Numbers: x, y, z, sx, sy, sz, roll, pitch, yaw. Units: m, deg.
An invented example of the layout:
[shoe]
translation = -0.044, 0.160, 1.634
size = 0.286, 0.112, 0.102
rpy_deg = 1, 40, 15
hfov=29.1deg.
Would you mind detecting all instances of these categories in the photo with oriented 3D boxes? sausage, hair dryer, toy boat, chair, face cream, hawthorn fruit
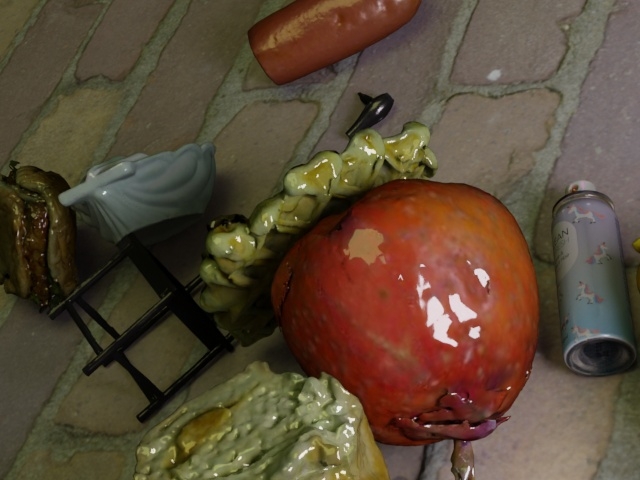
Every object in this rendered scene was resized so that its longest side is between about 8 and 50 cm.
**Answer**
[sausage]
translation = 0.028, -0.315, 1.752
size = 0.259, 0.113, 0.113
rpy_deg = -24, 43, 13
[hair dryer]
translation = 0.058, -0.176, 1.675
size = 0.079, 0.031, 0.083
rpy_deg = -42, 28, 4
[toy boat]
translation = -0.227, -0.054, 1.618
size = 0.199, 0.290, 0.100
rpy_deg = -29, 82, 17
[chair]
translation = -0.177, 0.073, 1.512
size = 0.260, 0.141, 0.154
rpy_deg = -42, 43, -4
[face cream]
translation = 0.285, 0.031, 1.304
size = 0.075, 0.075, 0.229
rpy_deg = -15, 45, 20
[hawthorn fruit]
translation = 0.102, 0.101, 1.238
size = 0.276, 0.276, 0.307
rpy_deg = -26, 69, 9

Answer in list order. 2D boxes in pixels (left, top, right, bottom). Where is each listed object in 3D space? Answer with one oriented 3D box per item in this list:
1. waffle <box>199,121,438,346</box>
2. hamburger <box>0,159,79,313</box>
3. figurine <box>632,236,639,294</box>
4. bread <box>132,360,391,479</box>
[waffle]
translation = 0.000, 0.000, 1.360
size = 0.297, 0.317, 0.073
rpy_deg = -29, 66, -14
[hamburger]
translation = -0.383, -0.013, 1.693
size = 0.130, 0.183, 0.206
rpy_deg = -12, 25, -28
[figurine]
translation = 0.382, 0.117, 1.103
size = 0.218, 0.169, 0.326
rpy_deg = -29, 38, 29
[bread]
translation = -0.037, 0.261, 1.178
size = 0.238, 0.252, 0.196
rpy_deg = -35, 39, -7
